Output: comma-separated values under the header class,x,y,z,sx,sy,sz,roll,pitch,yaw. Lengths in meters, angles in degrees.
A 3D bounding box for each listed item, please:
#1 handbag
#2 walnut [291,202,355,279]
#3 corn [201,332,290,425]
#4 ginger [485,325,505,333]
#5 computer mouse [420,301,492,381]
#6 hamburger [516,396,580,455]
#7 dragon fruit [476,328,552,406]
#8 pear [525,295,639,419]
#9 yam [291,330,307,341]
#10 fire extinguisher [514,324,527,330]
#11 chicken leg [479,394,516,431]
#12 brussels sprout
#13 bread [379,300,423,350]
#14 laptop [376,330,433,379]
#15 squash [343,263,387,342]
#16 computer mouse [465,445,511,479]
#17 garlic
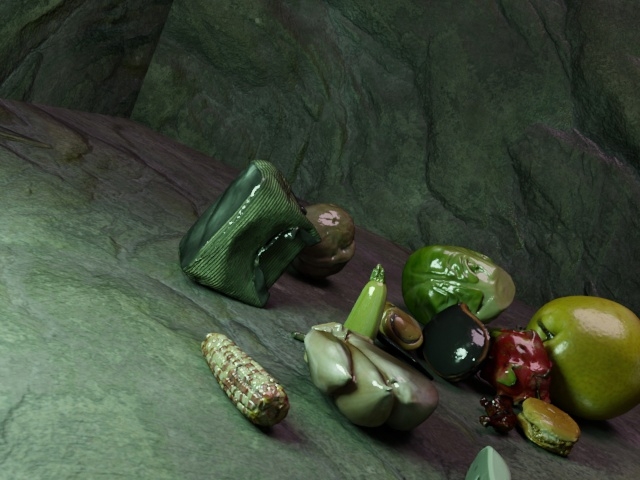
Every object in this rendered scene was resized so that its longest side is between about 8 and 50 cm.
class,x,y,z,sx,sy,sz,roll,pitch,yaw
handbag,-0.171,-0.010,1.564,0.240,0.340,0.247,38,6,-26
walnut,0.001,0.001,2.030,0.248,0.248,0.248,23,10,-4
corn,-0.136,0.226,1.067,0.079,0.079,0.237,15,13,-40
ginger,0.582,0.333,2.122,0.137,0.089,0.290,9,3,38
computer mouse,0.352,0.261,1.701,0.116,0.183,0.323,45,6,-13
hamburger,0.541,0.441,1.495,0.138,0.083,0.147,27,13,-8
dragon fruit,0.493,0.337,1.683,0.198,0.200,0.269,1,-6,-36
pear,0.776,0.338,1.823,0.418,0.362,0.362,24,9,-31
yam,0.040,0.248,1.482,0.234,0.029,0.027,20,22,-18
fire extinguisher,0.826,0.394,2.351,0.269,0.105,0.105,24,10,-2
chicken leg,0.410,0.407,1.461,0.089,0.048,0.219,23,10,14
brussels sprout,0.449,0.160,2.083,0.355,0.289,0.281,-2,-7,35
bread,0.216,0.239,1.756,0.134,0.081,0.225,36,4,1
laptop,0.196,0.274,1.596,0.197,0.016,0.135,33,-10,40
squash,0.114,0.165,1.549,0.094,0.224,0.094,19,5,-2
computer mouse,0.282,0.412,1.040,0.056,0.089,0.182,26,12,6
garlic,0.094,0.269,1.214,0.279,0.132,0.325,19,9,-22
